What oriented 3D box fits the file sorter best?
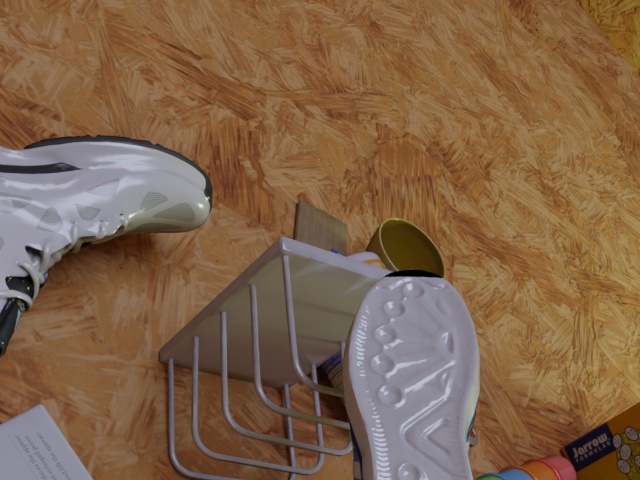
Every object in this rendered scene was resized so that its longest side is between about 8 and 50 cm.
[{"bbox_3d":[-0.037,0.158,1.043,0.193,0.278,0.173,19,48,-31],"label":"file sorter"}]

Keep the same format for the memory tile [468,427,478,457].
[{"bbox_3d":[0.173,0.269,1.353,0.148,0.012,0.113,49,37,4],"label":"memory tile"}]

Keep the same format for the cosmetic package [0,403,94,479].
[{"bbox_3d":[-0.301,0.268,0.783,0.151,0.151,0.184,53,38,9],"label":"cosmetic package"}]

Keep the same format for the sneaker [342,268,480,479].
[{"bbox_3d":[0.081,0.218,0.874,0.130,0.236,0.322,2,48,-2],"label":"sneaker"}]

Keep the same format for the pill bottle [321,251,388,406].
[{"bbox_3d":[0.083,0.164,1.249,0.152,0.152,0.272,-12,63,-49],"label":"pill bottle"}]

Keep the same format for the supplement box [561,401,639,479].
[{"bbox_3d":[0.577,0.444,1.423,0.195,0.194,0.356,7,51,-40],"label":"supplement box"}]

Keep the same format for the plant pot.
[{"bbox_3d":[0.118,0.045,1.443,0.134,0.095,0.134,26,40,-24],"label":"plant pot"}]

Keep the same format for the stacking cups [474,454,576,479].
[{"bbox_3d":[0.260,0.364,1.293,0.316,0.096,0.096,-4,58,-50],"label":"stacking cups"}]

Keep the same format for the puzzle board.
[{"bbox_3d":[0.000,0.000,1.444,0.096,0.011,0.128,29,40,-23],"label":"puzzle board"}]

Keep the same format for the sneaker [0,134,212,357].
[{"bbox_3d":[-0.320,0.019,1.028,0.448,0.169,0.257,3,62,-33],"label":"sneaker"}]
